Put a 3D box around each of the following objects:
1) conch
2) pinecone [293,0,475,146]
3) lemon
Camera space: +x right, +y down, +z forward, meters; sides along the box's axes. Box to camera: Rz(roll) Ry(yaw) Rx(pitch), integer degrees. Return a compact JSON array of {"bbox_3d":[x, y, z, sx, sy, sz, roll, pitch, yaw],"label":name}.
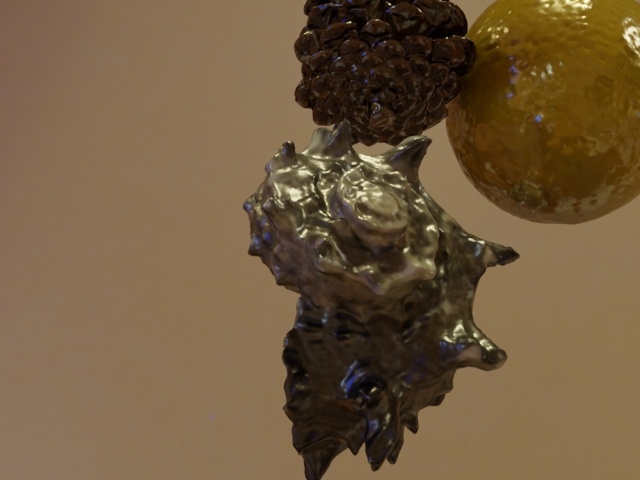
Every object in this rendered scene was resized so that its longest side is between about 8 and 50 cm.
[{"bbox_3d":[0.033,0.039,1.159,0.186,0.313,0.240,-7,-26,42],"label":"conch"},{"bbox_3d":[0.080,-0.242,1.790,0.224,0.273,0.224,5,-44,5],"label":"pinecone"},{"bbox_3d":[0.320,-0.183,1.895,0.336,0.336,0.336,8,-17,2],"label":"lemon"}]
